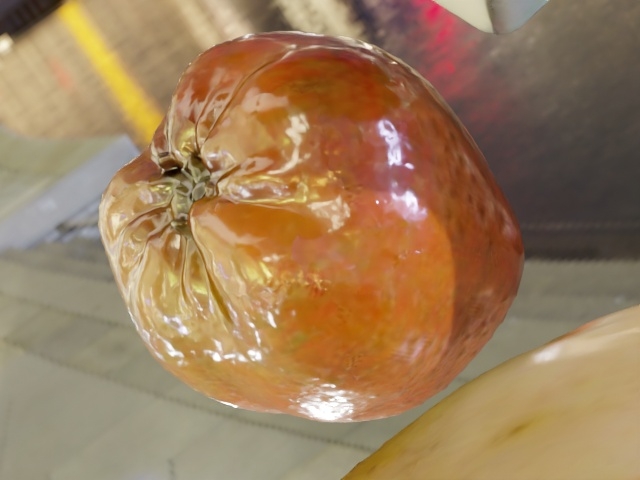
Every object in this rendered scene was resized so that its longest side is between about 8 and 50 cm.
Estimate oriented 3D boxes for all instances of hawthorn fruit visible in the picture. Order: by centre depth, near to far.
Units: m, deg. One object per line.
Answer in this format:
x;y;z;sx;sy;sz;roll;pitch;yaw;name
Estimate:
0.000;0.000;0.702;0.189;0.189;0.189;-33;13;9;hawthorn fruit

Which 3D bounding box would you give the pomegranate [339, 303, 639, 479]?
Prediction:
0.155;0.200;0.374;0.411;0.411;0.411;-33;13;9;pomegranate

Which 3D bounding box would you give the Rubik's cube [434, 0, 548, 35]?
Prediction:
0.038;-0.312;0.583;0.290;0.291;0.291;-44;58;-13;Rubik's cube
